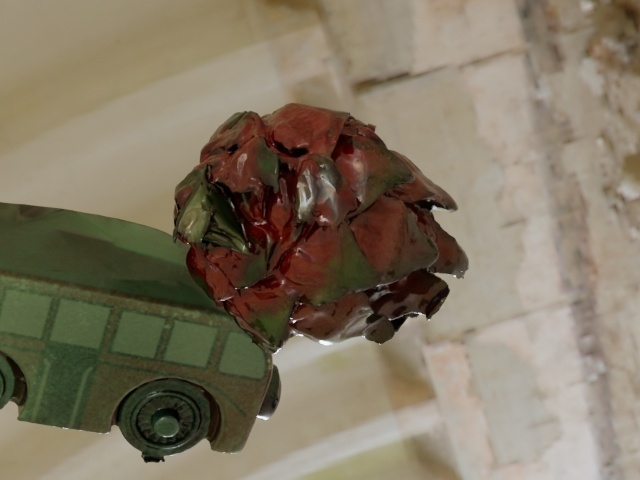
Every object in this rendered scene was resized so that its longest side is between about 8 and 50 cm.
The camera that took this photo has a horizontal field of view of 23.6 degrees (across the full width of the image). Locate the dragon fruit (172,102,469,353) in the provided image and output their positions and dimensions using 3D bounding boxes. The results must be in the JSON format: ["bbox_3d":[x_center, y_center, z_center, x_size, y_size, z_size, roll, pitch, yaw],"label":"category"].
[{"bbox_3d":[-0.006,-0.006,1.039,0.188,0.182,0.182,60,-172,-30],"label":"dragon fruit"}]

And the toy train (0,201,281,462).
[{"bbox_3d":[-0.178,0.067,1.162,0.129,0.326,0.159,-108,33,-59],"label":"toy train"}]
